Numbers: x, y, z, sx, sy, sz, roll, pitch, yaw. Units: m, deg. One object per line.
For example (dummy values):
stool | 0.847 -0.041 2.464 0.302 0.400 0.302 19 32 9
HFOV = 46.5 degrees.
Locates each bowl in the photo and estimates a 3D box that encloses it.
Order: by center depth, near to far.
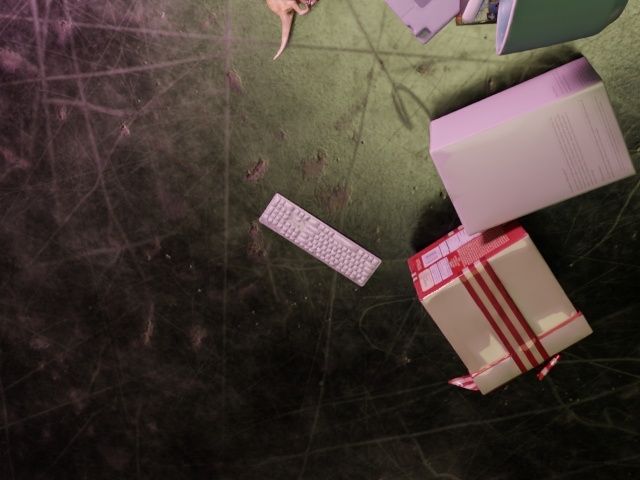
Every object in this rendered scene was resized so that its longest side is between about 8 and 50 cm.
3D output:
bowl | 0.360 -0.416 1.071 0.163 0.311 0.311 8 116 7

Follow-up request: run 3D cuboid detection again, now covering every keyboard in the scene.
keyboard | 0.000 0.000 1.523 0.256 0.014 0.072 33 116 -7

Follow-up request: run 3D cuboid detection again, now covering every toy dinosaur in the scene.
toy dinosaur | -0.054 -0.419 1.319 0.093 0.053 0.183 0 109 26

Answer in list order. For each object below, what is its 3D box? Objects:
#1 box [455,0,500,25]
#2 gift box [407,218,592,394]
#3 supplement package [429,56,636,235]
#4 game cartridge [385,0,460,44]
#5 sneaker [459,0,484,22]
box | 0.298 -0.416 1.265 0.137 0.027 0.093 0 113 10
gift box | 0.315 0.119 1.400 0.276 0.255 0.258 -33 104 16
supplement package | 0.357 -0.164 1.294 0.293 0.175 0.177 -21 112 18
game cartridge | 0.147 -0.497 1.220 0.196 0.060 0.294 -39 97 25
sneaker | 0.214 -0.489 1.130 0.147 0.104 0.295 13 102 6
